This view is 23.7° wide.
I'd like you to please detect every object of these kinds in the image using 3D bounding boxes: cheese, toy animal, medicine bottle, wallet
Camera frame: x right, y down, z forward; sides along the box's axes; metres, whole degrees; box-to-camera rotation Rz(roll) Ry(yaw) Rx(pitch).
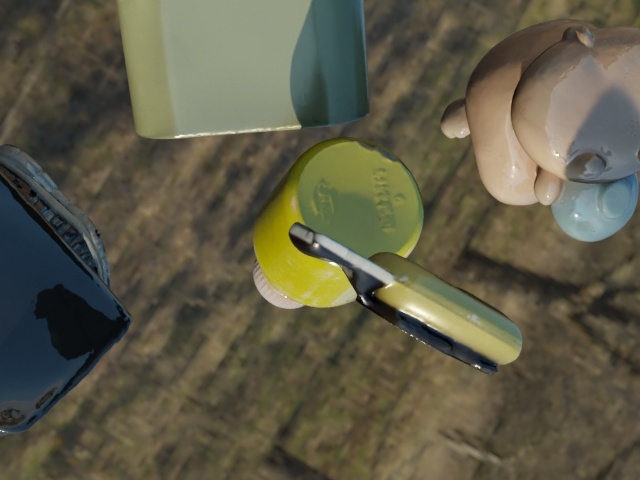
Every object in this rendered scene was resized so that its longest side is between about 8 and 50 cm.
[{"bbox_3d":[0.042,0.026,0.866,0.162,0.086,0.036,28,94,-40],"label":"cheese"},{"bbox_3d":[0.252,-0.135,1.555,0.210,0.229,0.221,-20,154,-10],"label":"toy animal"},{"bbox_3d":[0.000,0.000,1.325,0.122,0.122,0.212,-54,-176,-24],"label":"medicine bottle"},{"bbox_3d":[-0.348,-0.007,1.355,0.197,0.377,0.051,-47,-169,-36],"label":"wallet"}]

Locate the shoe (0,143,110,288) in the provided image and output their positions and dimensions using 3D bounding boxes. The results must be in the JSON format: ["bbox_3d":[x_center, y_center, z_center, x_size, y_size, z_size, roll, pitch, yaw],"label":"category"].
[{"bbox_3d":[-0.293,0.001,1.544,0.106,0.207,0.091,-41,169,-28],"label":"shoe"}]

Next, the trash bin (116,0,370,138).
[{"bbox_3d":[-0.076,-0.228,1.423,0.121,0.243,0.247,-86,172,-75],"label":"trash bin"}]
